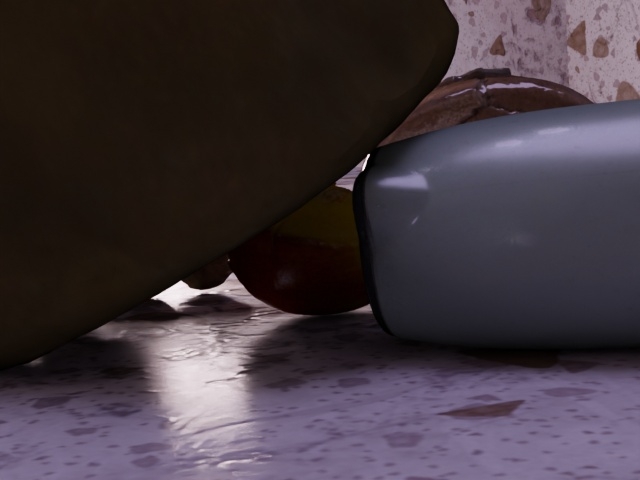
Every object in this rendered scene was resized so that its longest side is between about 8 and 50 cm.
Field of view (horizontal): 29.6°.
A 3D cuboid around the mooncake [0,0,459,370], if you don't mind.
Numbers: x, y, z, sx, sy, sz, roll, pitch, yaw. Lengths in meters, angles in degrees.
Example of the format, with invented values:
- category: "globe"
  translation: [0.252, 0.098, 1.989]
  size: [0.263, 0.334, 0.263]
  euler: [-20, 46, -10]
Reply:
- category: "mooncake"
  translation: [-0.135, -0.122, 0.907]
  size: [0.467, 0.262, 0.467]
  euler: [-33, 13, 9]

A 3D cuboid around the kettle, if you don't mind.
- category: "kettle"
  translation: [0.153, 0.005, 0.825]
  size: [0.236, 0.161, 0.221]
  euler: [-5, -22, 16]

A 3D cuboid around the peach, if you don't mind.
- category: "peach"
  translation: [0.002, 0.007, 0.989]
  size: [0.151, 0.118, 0.151]
  euler: [22, -4, 2]

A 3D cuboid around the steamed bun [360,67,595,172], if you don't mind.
- category: "steamed bun"
  translation: [0.186, -0.094, 1.338]
  size: [0.301, 0.199, 0.251]
  euler: [-4, 13, 8]

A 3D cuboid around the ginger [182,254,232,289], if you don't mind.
- category: "ginger"
  translation: [-0.175, 0.018, 1.149]
  size: [0.204, 0.080, 0.104]
  euler: [-8, 21, -15]
